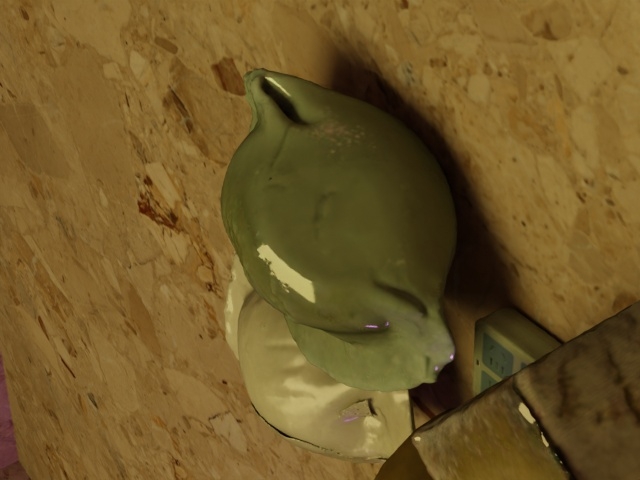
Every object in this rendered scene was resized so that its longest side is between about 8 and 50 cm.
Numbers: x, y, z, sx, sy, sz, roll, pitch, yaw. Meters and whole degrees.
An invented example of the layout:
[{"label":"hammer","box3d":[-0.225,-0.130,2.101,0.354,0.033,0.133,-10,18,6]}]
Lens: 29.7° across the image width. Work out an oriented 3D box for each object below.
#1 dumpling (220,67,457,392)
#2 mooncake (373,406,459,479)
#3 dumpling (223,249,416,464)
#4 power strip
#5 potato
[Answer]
[{"label":"dumpling","box3d":[-0.004,-0.017,1.234,0.270,0.212,0.321,-21,54,35]},{"label":"mooncake","box3d":[0.129,0.300,1.270,0.117,0.235,0.235,32,137,45]},{"label":"dumpling","box3d":[-0.001,0.114,1.419,0.341,0.181,0.260,-122,30,-65]},{"label":"power strip","box3d":[0.243,0.171,1.163,0.270,0.046,0.118,39,141,41]},{"label":"potato","box3d":[0.234,0.181,1.025,0.189,0.211,0.264,59,155,9]}]
